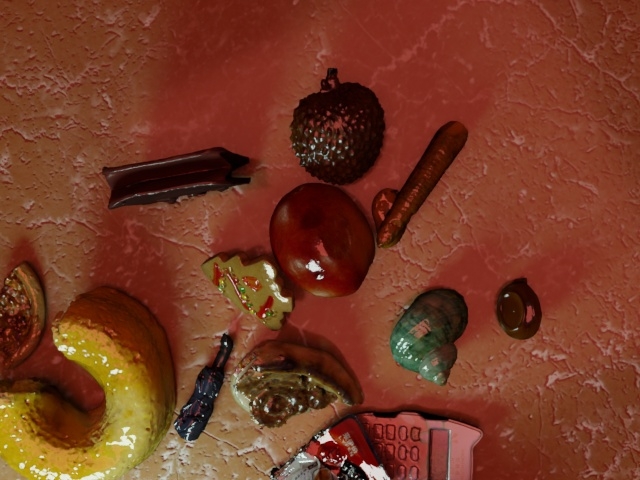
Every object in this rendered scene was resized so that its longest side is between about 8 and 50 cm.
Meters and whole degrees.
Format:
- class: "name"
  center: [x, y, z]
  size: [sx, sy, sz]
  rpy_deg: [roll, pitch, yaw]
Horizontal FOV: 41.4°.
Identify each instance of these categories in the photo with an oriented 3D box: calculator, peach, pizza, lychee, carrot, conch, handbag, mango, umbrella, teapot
- class: "calculator"
  center: [0.180, 0.470, 1.817]
  size: [0.329, 0.048, 0.220]
  rpy_deg: [2, 95, 8]
- class: "peach"
  center: [0.000, 0.000, 1.711]
  size: [0.199, 0.243, 0.243]
  rpy_deg: [-33, 89, 11]
- class: "pizza"
  center: [-0.671, 0.170, 1.876]
  size: [0.127, 0.058, 0.246]
  rpy_deg: [22, 95, 4]
- class: "lychee"
  center: [0.034, -0.232, 1.722]
  size: [0.200, 0.200, 0.238]
  rpy_deg: [-8, 107, 6]
- class: "carrot"
  center: [0.200, -0.114, 1.735]
  size: [0.066, 0.066, 0.314]
  rpy_deg: [35, 79, 3]
- class: "conch"
  center: [0.230, 0.199, 1.760]
  size: [0.175, 0.122, 0.188]
  rpy_deg: [-4, 97, -18]
- class: "handbag"
  center: [-0.282, -0.125, 1.714]
  size: [0.260, 0.275, 0.084]
  rpy_deg: [-12, 90, 5]
- class: "mango"
  center: [0.146, -0.047, 1.782]
  size: [0.077, 0.063, 0.127]
  rpy_deg: [-2, 97, -1]
- class: "umbrella"
  center: [-0.243, 0.322, 1.839]
  size: [0.071, 0.071, 0.248]
  rpy_deg: [28, 94, 4]
- class: "teapot"
  center: [0.419, 0.142, 1.763]
  size: [0.098, 0.078, 0.129]
  rpy_deg: [-18, 74, 45]

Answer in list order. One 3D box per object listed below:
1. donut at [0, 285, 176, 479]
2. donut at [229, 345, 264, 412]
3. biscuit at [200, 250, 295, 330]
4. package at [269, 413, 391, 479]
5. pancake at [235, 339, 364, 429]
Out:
- class: "donut"
  center: [-0.499, 0.341, 1.804]
  size: [0.377, 0.163, 0.435]
  rpy_deg: [42, 94, -5]
- class: "donut"
  center: [-0.131, 0.282, 1.816]
  size: [0.166, 0.065, 0.108]
  rpy_deg: [-43, 112, 8]
- class: "biscuit"
  center: [-0.158, 0.094, 1.781]
  size: [0.238, 0.041, 0.212]
  rpy_deg: [20, 140, 24]
- class: "package"
  center: [0.018, 0.512, 1.806]
  size: [0.269, 0.071, 0.194]
  rpy_deg: [-37, 81, 15]
- class: "pancake"
  center: [-0.049, 0.292, 1.772]
  size: [0.257, 0.056, 0.212]
  rpy_deg: [-17, 117, -10]
